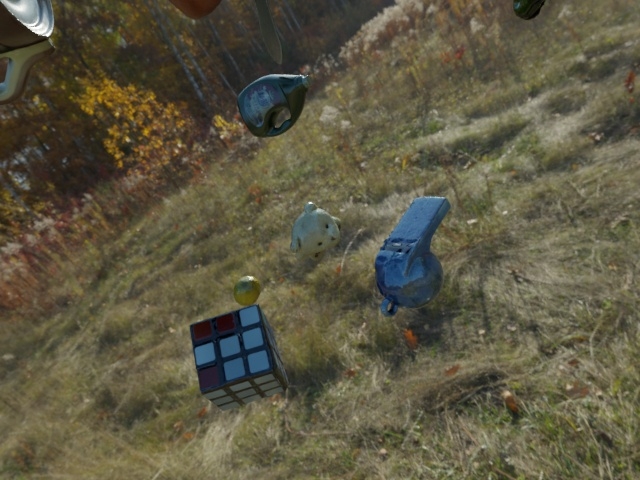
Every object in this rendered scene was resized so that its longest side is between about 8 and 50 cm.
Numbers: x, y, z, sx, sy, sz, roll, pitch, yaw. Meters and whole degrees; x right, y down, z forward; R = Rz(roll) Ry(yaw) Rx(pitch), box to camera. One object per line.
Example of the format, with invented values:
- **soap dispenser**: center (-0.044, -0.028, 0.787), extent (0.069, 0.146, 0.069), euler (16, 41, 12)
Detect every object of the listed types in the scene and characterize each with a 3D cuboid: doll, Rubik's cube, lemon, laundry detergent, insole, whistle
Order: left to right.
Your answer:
- **Rubik's cube**: center (-0.174, 0.256, 0.962), extent (0.163, 0.160, 0.162), euler (-16, 56, -4)
- **lemon**: center (-0.214, 0.146, 1.287), extent (0.082, 0.082, 0.110), euler (-54, -11, -41)
- **insole**: center (-0.112, -0.451, 0.910), extent (0.003, 0.080, 0.232), euler (-40, -19, -9)
- **laundry detergent**: center (-0.097, -0.324, 1.034), extent (0.211, 0.137, 0.063), euler (-12, 15, 39)
- **doll**: center (0.004, -0.003, 1.442), extent (0.150, 0.278, 0.175), euler (15, 80, 17)
- **whistle**: center (0.117, 0.028, 0.542), extent (0.157, 0.090, 0.090), euler (-53, 25, -22)

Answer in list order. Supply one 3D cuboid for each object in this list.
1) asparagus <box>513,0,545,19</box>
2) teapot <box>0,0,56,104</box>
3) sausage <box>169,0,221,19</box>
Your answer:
- **asparagus**: center (0.299, -0.487, 0.535), extent (0.108, 0.381, 0.129), euler (29, 20, 36)
- **teapot**: center (-0.600, -0.347, 0.675), extent (0.313, 0.314, 0.233), euler (-17, 48, 1)
- **sausage**: center (-0.230, -0.408, 0.557), extent (0.114, 0.259, 0.113), euler (-9, 72, 30)
